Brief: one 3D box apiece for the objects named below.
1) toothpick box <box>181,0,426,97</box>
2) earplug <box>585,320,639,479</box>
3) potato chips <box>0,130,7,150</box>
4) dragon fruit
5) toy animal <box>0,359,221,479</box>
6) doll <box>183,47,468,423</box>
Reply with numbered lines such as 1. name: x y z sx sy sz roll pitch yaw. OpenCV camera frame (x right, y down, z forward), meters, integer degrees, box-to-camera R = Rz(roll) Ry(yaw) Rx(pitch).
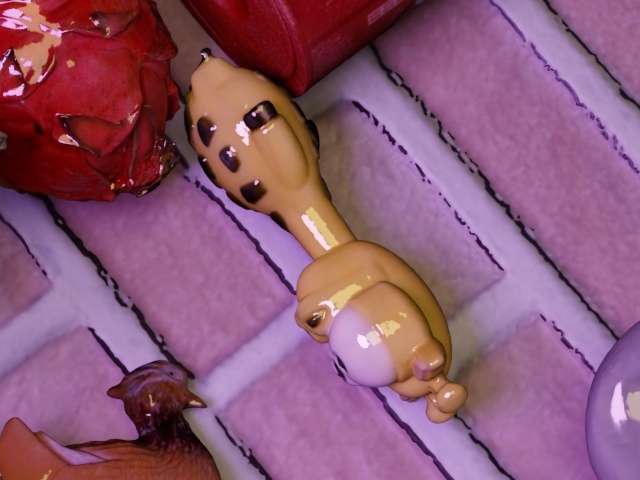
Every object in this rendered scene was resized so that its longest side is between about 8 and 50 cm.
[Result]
1. toothpick box: 0.054 -0.274 1.196 0.333 0.204 0.204 -39 80 -14
2. earplug: 0.328 0.119 1.110 0.325 0.175 0.214 -1 75 -5
3. potato chips: -0.353 0.055 0.989 0.389 0.373 0.097 -40 112 9
4. dragon fruit: -0.181 -0.117 1.146 0.172 0.172 0.209 -21 96 -10
5. toy animal: -0.156 0.153 1.118 0.188 0.089 0.179 1 56 -4
6. doll: -0.001 0.000 1.156 0.086 0.117 0.291 -33 81 -10
